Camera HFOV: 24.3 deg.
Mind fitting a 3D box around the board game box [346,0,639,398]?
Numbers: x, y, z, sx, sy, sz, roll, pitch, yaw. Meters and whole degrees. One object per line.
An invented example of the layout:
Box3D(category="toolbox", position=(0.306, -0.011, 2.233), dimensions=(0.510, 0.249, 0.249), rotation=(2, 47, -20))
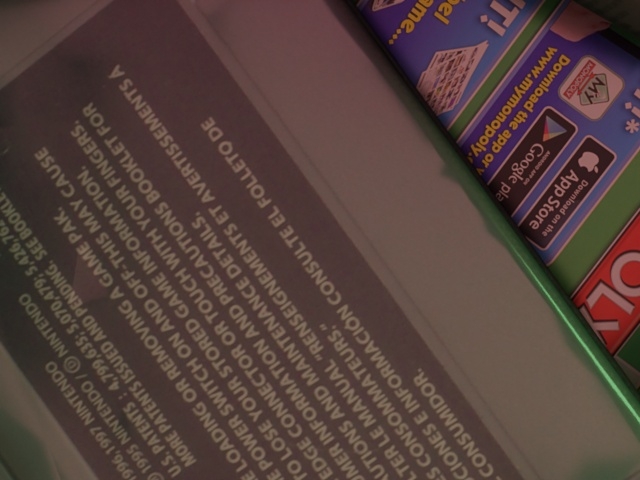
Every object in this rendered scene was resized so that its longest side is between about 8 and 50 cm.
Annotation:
Box3D(category="board game box", position=(0.000, 0.000, 0.470), dimensions=(0.213, 0.046, 0.317), rotation=(37, 98, 3))

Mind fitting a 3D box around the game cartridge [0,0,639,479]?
Box3D(category="game cartridge", position=(-0.031, 0.041, 0.428), dimensions=(0.196, 0.060, 0.294), rotation=(-36, 88, 5))

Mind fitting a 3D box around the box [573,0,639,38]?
Box3D(category="box", position=(0.215, -0.103, 0.348), dimensions=(0.322, 0.058, 0.232), rotation=(30, 91, -1))
